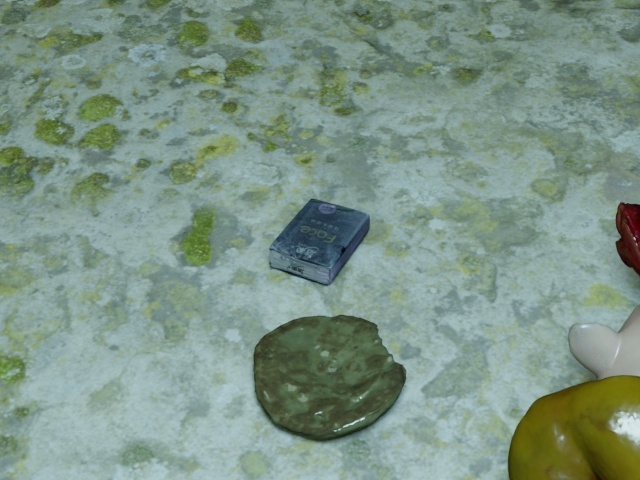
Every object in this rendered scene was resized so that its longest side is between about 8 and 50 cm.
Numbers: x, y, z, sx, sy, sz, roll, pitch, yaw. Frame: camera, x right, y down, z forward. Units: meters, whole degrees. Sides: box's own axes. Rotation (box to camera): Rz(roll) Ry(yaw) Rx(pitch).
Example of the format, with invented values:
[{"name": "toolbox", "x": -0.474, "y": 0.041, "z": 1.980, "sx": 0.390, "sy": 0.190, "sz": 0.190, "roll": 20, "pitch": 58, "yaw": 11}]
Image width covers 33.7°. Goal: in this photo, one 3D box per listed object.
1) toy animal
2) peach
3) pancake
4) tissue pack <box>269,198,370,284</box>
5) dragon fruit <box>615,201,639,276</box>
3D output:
[{"name": "toy animal", "x": 0.480, "y": 0.158, "z": 1.317, "sx": 0.269, "sy": 0.326, "sz": 0.237, "roll": -25, "pitch": 79, "yaw": 1}, {"name": "peach", "x": 0.339, "y": 0.278, "z": 1.216, "sx": 0.251, "sy": 0.251, "sz": 0.153, "roll": 35, "pitch": 15, "yaw": 36}, {"name": "pancake", "x": 0.009, "y": 0.188, "z": 1.497, "sx": 0.222, "sy": 0.042, "sz": 0.236, "roll": -34, "pitch": 46, "yaw": -26}, {"name": "tissue pack", "x": 0.000, "y": 0.000, "z": 1.717, "sx": 0.112, "sy": 0.051, "sz": 0.156, "roll": 17, "pitch": 43, "yaw": 20}, {"name": "dragon fruit", "x": 0.566, "y": 0.070, "z": 1.549, "sx": 0.316, "sy": 0.152, "sz": 0.205, "roll": 5, "pitch": 56, "yaw": -12}]
